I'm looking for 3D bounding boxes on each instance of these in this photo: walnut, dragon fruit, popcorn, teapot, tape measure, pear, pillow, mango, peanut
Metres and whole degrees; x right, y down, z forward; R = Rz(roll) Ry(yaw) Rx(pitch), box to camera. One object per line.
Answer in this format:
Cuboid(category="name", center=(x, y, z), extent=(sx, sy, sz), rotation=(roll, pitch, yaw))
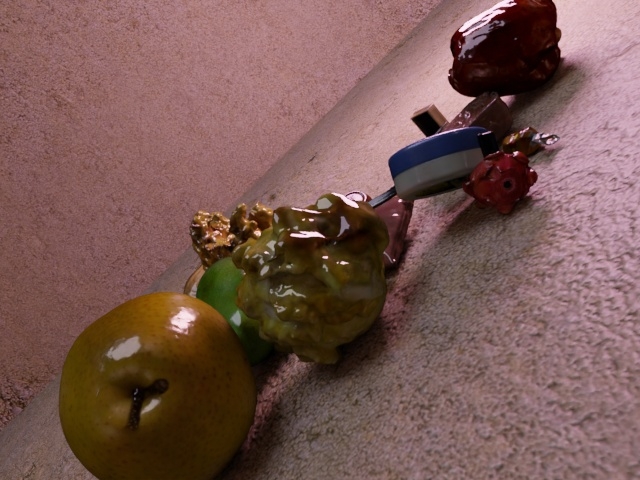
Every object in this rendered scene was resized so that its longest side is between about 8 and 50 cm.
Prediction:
Cuboid(category="walnut", center=(0.426, -0.441, 1.550), extent=(0.269, 0.221, 0.244), rotation=(-11, -4, 14))
Cuboid(category="dragon fruit", center=(0.312, -0.094, 1.148), extent=(0.126, 0.112, 0.068), rotation=(-31, 40, 24))
Cuboid(category="popcorn", center=(-0.021, 0.069, 1.220), extent=(0.312, 0.312, 0.312), rotation=(-40, 16, 14))
Cuboid(category="teapot", center=(0.089, -0.078, 1.737), extent=(0.098, 0.078, 0.129), rotation=(25, 51, 30))
Cuboid(category="tape measure", center=(0.176, -0.125, 1.291), extent=(0.351, 0.098, 0.215), rotation=(-20, -8, 19))
Cuboid(category="pear", center=(-0.289, 0.278, 1.210), extent=(0.362, 0.362, 0.418), rotation=(-48, -10, -14))
Cuboid(category="pillow", center=(0.101, 0.007, 1.436), extent=(0.236, 0.084, 0.223), rotation=(-27, 25, 44))
Cuboid(category="mango", center=(-0.183, 0.158, 1.508), extent=(0.382, 0.201, 0.225), rotation=(-130, 53, -74))
Cuboid(category="peanut", center=(-0.346, 0.129, 2.152), extent=(0.147, 0.147, 0.305), rotation=(-22, 26, 54))

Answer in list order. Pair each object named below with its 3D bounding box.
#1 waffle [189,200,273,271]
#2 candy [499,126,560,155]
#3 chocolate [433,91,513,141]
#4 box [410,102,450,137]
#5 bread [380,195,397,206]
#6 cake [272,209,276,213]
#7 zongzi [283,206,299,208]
Cuboid(category="waffle", center=(-0.235, 0.016, 1.916), extent=(0.151, 0.261, 0.324), rotation=(-32, 18, -37))
Cuboid(category="candy", center=(0.397, -0.194, 1.299), extent=(0.053, 0.046, 0.182), rotation=(-44, 13, -8))
Cuboid(category="chocolate", center=(0.328, -0.225, 1.468), extent=(0.214, 0.093, 0.148), rotation=(-44, 17, 2))
Cuboid(category="box", center=(0.302, -0.331, 1.836), extent=(0.035, 0.079, 0.083), rotation=(-53, 17, -27))
Cuboid(category="bread", center=(0.169, -0.077, 1.566), extent=(0.081, 0.046, 0.083), rotation=(-46, 14, -19))
Cuboid(category="cake", center=(-0.187, 0.013, 2.108), extent=(0.246, 0.112, 0.135), rotation=(-39, 13, 27))
Cuboid(category="zongzi", center=(-0.073, 0.066, 1.567), extent=(0.242, 0.112, 0.221), rotation=(117, 159, -53))
